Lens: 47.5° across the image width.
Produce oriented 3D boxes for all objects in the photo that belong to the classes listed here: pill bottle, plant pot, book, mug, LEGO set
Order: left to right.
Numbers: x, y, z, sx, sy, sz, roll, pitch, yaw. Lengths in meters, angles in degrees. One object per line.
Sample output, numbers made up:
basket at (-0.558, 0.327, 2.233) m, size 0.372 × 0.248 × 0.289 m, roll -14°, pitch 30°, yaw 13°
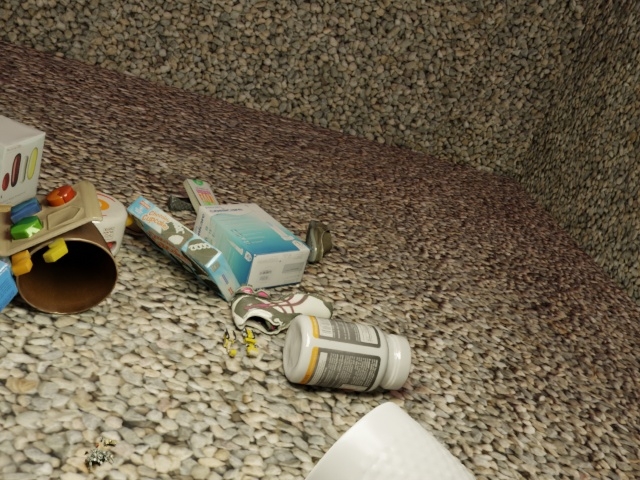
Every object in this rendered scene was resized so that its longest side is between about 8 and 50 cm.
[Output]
plant pot at (-0.593, 0.014, 1.685) m, size 0.215 × 0.215 × 0.230 m, roll 6°, pitch 35°, yaw -29°
LEGO set at (-0.397, 0.379, 1.313) m, size 0.054 × 0.024 × 0.083 m, roll 12°, pitch 24°, yaw -16°
book at (-0.381, -0.134, 2.377) m, size 0.096 × 0.035 × 0.144 m, roll 5°, pitch 48°, yaw -52°
pill bottle at (0.063, 0.273, 1.728) m, size 0.278 × 0.162 × 0.162 m, roll 12°, pitch 24°, yaw -19°
mug at (0.118, 0.506, 1.180) m, size 0.374 × 0.276 × 0.328 m, roll -37°, pitch 62°, yaw -27°

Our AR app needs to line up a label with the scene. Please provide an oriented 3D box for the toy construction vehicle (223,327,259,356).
toy construction vehicle at (-0.193, 0.249, 1.754) m, size 0.085 × 0.035 × 0.098 m, roll 18°, pitch 23°, yaw -32°

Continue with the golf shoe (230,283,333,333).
golf shoe at (-0.099, 0.197, 1.880) m, size 0.272 × 0.105 × 0.120 m, roll 7°, pitch 41°, yaw -13°

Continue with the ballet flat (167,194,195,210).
ballet flat at (-0.422, -0.127, 2.373) m, size 0.057 × 0.049 × 0.173 m, roll 35°, pitch 28°, yaw 30°

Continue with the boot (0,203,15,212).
boot at (-0.796, -0.036, 1.724) m, size 0.203 × 0.095 × 0.261 m, roll -2°, pitch 8°, yaw 44°

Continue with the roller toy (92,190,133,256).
roller toy at (-0.613, -0.046, 1.927) m, size 0.209 × 0.146 × 0.191 m, roll 16°, pitch 24°, yaw -8°

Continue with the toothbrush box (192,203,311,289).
toothbrush box at (-0.208, 0.012, 2.136) m, size 0.216 × 0.126 × 0.295 m, roll -6°, pitch 35°, yaw -44°

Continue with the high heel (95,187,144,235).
high heel at (-0.607, -0.075, 2.053) m, size 0.261 × 0.093 × 0.186 m, roll 10°, pitch 17°, yaw -42°

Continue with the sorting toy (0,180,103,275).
sorting toy at (-0.586, -0.038, 1.556) m, size 0.228 × 0.041 × 0.307 m, roll -21°, pitch 32°, yaw -12°

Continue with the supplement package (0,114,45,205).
supplement package at (-0.888, -0.211, 2.008) m, size 0.149 × 0.203 × 0.194 m, roll 21°, pitch 24°, yaw 5°

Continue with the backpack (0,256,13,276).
backpack at (-0.753, 0.080, 1.559) m, size 0.181 × 0.115 × 0.152 m, roll 11°, pitch 36°, yaw -2°

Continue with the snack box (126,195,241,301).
snack box at (-0.363, 0.022, 1.939) m, size 0.321 × 0.187 × 0.060 m, roll 32°, pitch 69°, yaw 28°

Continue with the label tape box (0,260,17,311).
label tape box at (-0.802, 0.096, 1.396) m, size 0.333 × 0.106 × 0.241 m, roll 23°, pitch 54°, yaw 8°

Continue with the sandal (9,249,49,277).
sandal at (-0.724, 0.056, 1.753) m, size 0.097 × 0.055 × 0.254 m, roll 23°, pitch 32°, yaw 26°

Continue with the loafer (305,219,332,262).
loafer at (0.000, 0.000, 2.361) m, size 0.087 × 0.095 × 0.251 m, roll 12°, pitch 24°, yaw -5°
